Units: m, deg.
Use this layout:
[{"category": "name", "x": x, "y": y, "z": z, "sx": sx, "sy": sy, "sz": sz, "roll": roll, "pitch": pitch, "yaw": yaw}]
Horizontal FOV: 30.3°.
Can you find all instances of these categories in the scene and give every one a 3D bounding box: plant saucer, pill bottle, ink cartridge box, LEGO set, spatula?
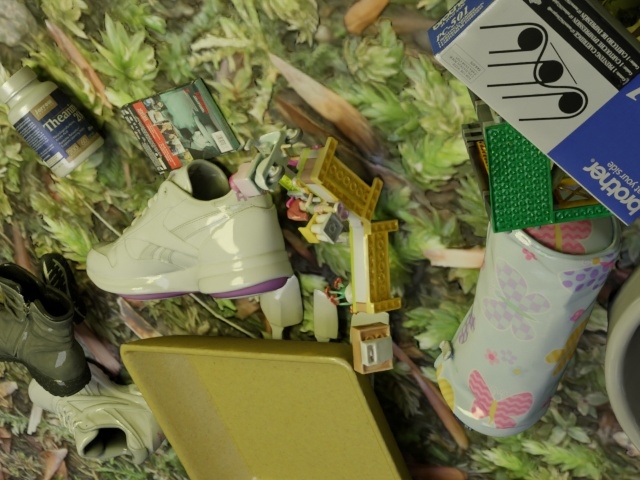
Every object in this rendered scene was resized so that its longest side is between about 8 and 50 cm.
[{"category": "plant saucer", "x": -0.038, "y": 0.231, "z": 1.424, "sx": 0.332, "sy": 0.081, "sz": 0.333, "roll": 0, "pitch": 129, "yaw": 33}, {"category": "pill bottle", "x": -0.304, "y": -0.134, "z": 1.317, "sx": 0.067, "sy": 0.067, "sz": 0.120, "roll": -28, "pitch": 107, "yaw": 43}, {"category": "ink cartridge box", "x": 0.182, "y": -0.108, "z": 0.827, "sx": 0.207, "sy": 0.046, "sz": 0.097, "roll": 37, "pitch": 115, "yaw": -24}, {"category": "LEGO set", "x": 0.208, "y": -0.170, "z": 0.933, "sx": 0.254, "sy": 0.192, "sz": 0.331, "roll": -16, "pitch": 123, "yaw": 7}, {"category": "spatula", "x": 0.002, "y": 0.140, "z": 1.388, "sx": 0.168, "sy": 0.019, "sz": 0.242, "roll": 18, "pitch": 136, "yaw": 18}, {"category": "LEGO set", "x": 0.000, "y": 0.000, "z": 1.205, "sx": 0.107, "sy": 0.132, "sz": 0.287, "roll": 3, "pitch": 133, "yaw": 41}]

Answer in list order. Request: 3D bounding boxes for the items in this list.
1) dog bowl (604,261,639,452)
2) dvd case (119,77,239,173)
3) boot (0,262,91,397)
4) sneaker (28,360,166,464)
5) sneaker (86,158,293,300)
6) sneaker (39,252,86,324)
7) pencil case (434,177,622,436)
[{"category": "dog bowl", "x": 0.414, "y": 0.116, "z": 1.048, "sx": 0.348, "sy": 0.102, "sz": 0.349, "roll": 17, "pitch": 132, "yaw": 19}, {"category": "dvd case", "x": -0.152, "y": -0.122, "z": 1.271, "sx": 0.119, "sy": 0.013, "sz": 0.087, "roll": -12, "pitch": 118, "yaw": 39}, {"category": "boot", "x": -0.394, "y": 0.088, "z": 1.529, "sx": 0.246, "sy": 0.083, "sz": 0.161, "roll": 22, "pitch": 135, "yaw": 28}, {"category": "sneaker", "x": -0.310, "y": 0.234, "z": 1.586, "sx": 0.232, "sy": 0.115, "sz": 0.090, "roll": 11, "pitch": 130, "yaw": 25}, {"category": "sneaker", "x": -0.151, "y": -0.011, "z": 1.316, "sx": 0.305, "sy": 0.114, "sz": 0.152, "roll": -4, "pitch": 96, "yaw": 41}, {"category": "sneaker", "x": -0.341, "y": 0.063, "z": 1.520, "sx": 0.043, "sy": 0.040, "sz": 0.109, "roll": 6, "pitch": 128, "yaw": 30}, {"category": "pencil case", "x": 0.194, "y": 0.066, "z": 1.138, "sx": 0.124, "sy": 0.113, "sz": 0.273, "roll": 40, "pitch": 140, "yaw": 25}]
